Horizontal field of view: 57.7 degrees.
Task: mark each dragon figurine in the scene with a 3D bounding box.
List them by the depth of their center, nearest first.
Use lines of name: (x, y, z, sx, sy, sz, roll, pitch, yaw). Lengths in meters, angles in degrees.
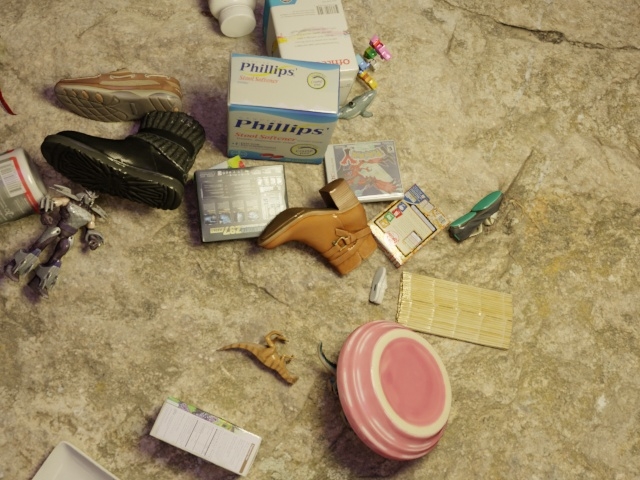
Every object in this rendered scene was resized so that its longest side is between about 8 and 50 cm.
dragon figurine: (0.099, 0.356, 1.419, 0.144, 0.085, 0.289, -26, 84, -17)

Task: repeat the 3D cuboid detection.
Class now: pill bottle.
pill bottle: (-0.812, -0.100, 1.372, 0.283, 0.161, 0.161, -23, 79, -14)
pill bottle: (-0.258, -0.711, 1.647, 0.137, 0.136, 0.245, -12, 76, -12)

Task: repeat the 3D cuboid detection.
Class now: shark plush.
shark plush: (0.083, -0.382, 1.640, 0.161, 0.067, 0.073, -16, 77, -13)

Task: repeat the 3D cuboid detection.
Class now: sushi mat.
sushi mat: (0.359, 0.186, 1.544, 0.317, 0.019, 0.151, 13, 71, -6)

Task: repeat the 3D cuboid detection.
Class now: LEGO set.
LEGO set: (0.141, -0.479, 1.617, 0.087, 0.227, 0.093, -43, 94, 3)

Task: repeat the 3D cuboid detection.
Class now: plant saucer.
plant saucer: (0.192, 0.339, 1.364, 0.332, 0.084, 0.331, 19, 55, -30)

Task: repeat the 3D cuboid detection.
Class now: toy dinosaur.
toy dinosaur: (-0.135, 0.273, 1.421, 0.212, 0.064, 0.112, 31, 73, 1)

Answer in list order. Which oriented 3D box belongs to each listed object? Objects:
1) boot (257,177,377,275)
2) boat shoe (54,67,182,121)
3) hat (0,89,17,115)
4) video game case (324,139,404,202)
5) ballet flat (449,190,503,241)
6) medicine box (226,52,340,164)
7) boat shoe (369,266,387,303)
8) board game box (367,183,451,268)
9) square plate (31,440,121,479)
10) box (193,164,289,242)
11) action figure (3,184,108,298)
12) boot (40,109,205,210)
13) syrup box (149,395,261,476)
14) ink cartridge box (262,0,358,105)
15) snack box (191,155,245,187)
boot: (0.000, 0.000, 1.482, 0.283, 0.109, 0.220, -36, 114, -17)
boat shoe: (-0.524, -0.389, 1.532, 0.325, 0.123, 0.116, 5, 61, -8)
hat: (-0.913, -0.441, 1.528, 0.173, 0.183, 0.208, -12, 35, -18)
video game case: (0.116, -0.188, 1.589, 0.202, 0.023, 0.183, -5, 66, -4)
ballet flat: (0.439, -0.062, 1.609, 0.203, 0.074, 0.074, -35, 82, -22)
medicine box: (-0.103, -0.325, 1.478, 0.264, 0.289, 0.149, 3, 73, -8)
boat shoe: (0.159, 0.119, 1.529, 0.035, 0.035, 0.100, 28, 65, -29)
board game box: (0.234, -0.041, 1.577, 0.193, 0.045, 0.146, -39, 83, -17)
square plate: (-0.525, 0.674, 1.252, 0.347, 0.049, 0.344, 34, 72, 2)
box: (-0.199, -0.095, 1.490, 0.233, 0.059, 0.183, -7, 89, -16)
action figure: (-0.619, -0.011, 1.391, 0.185, 0.099, 0.285, 39, 80, -39)
boot: (-0.470, -0.236, 1.428, 0.348, 0.131, 0.260, 22, 52, -22)
syrup box: (-0.260, 0.449, 1.334, 0.237, 0.093, 0.096, 24, 72, -1)
ink cartridge box: (-0.035, -0.524, 1.595, 0.198, 0.197, 0.269, -9, 76, -12)
snack box: (-0.256, -0.151, 1.537, 0.141, 0.037, 0.100, -27, 80, -15)
